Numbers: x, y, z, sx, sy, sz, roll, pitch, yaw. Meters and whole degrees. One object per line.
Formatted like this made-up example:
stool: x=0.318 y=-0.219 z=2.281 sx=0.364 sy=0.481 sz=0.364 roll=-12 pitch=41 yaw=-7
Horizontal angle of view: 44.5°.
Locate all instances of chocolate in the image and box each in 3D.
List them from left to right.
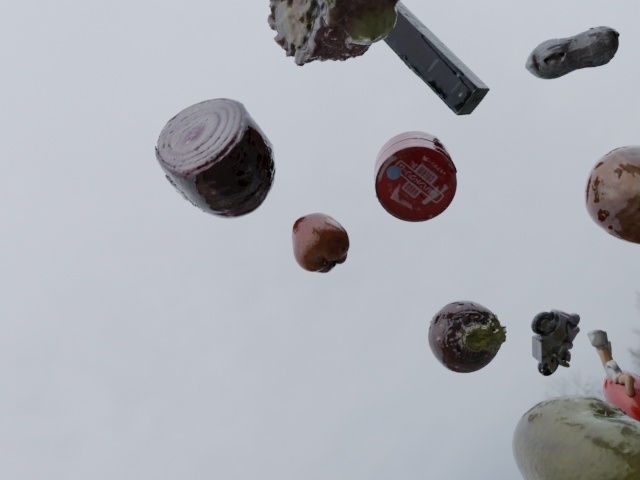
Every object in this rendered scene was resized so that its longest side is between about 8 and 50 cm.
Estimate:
chocolate: x=0.669 y=-0.496 z=2.076 sx=0.248 sy=0.110 sz=0.110 roll=-9 pitch=-11 yaw=26

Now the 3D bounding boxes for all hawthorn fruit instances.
hawthorn fruit: x=0.000 y=0.000 z=1.763 sx=0.133 sy=0.138 sz=0.133 roll=-25 pitch=-26 yaw=-13

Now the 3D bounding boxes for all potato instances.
potato: x=0.335 y=0.284 z=0.970 sx=0.159 sy=0.251 sz=0.174 roll=4 pitch=-76 yaw=-25

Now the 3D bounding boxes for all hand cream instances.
hand cream: x=0.254 y=-0.175 z=2.114 sx=0.230 sy=0.230 sz=0.149 roll=-58 pitch=10 yaw=21

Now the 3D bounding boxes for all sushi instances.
sushi: x=0.037 y=-0.411 z=1.272 sx=0.171 sy=0.236 sz=0.270 roll=-5 pitch=-38 yaw=-39

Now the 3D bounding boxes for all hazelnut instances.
hazelnut: x=0.577 y=-0.081 z=1.392 sx=0.214 sy=0.214 sz=0.176 roll=15 pitch=-84 yaw=-62

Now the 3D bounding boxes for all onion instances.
onion: x=-0.247 y=-0.201 z=2.017 sx=0.282 sy=0.336 sz=0.260 roll=-48 pitch=-46 yaw=-9

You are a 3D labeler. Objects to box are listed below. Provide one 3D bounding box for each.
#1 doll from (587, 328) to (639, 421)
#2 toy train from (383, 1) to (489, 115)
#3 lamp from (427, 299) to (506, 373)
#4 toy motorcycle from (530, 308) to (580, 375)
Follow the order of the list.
doll: x=0.491 y=0.251 z=1.247 sx=0.085 sy=0.217 sz=0.183 roll=-30 pitch=-28 yaw=11
toy train: x=0.242 y=-0.468 z=1.898 sx=0.089 sy=0.409 sz=0.086 roll=-12 pitch=-34 yaw=-48
lamp: x=0.307 y=0.204 z=1.646 sx=0.157 sy=0.156 sz=0.135 roll=-53 pitch=8 yaw=-1
toy motorcycle: x=0.628 y=0.254 z=2.070 sx=0.152 sy=0.073 sz=0.225 roll=-30 pitch=-55 yaw=-14
